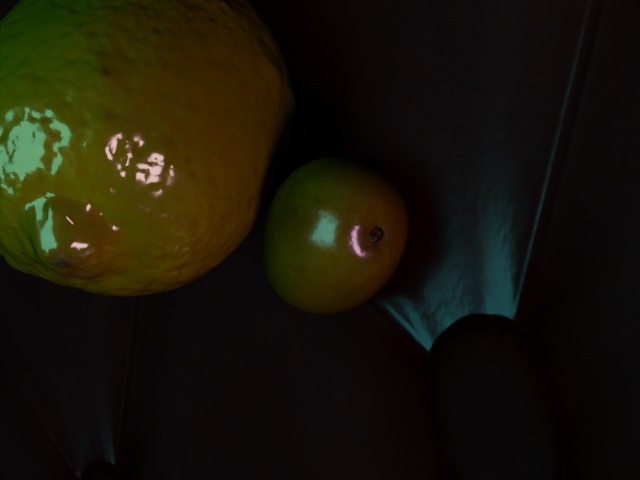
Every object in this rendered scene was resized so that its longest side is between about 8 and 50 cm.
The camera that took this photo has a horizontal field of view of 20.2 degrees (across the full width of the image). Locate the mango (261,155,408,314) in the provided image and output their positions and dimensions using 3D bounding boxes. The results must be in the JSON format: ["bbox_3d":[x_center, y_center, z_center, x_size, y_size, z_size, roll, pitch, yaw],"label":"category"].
[{"bbox_3d":[0.000,0.000,1.228,0.184,0.085,0.102,155,107,-66],"label":"mango"}]

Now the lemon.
[{"bbox_3d":[-0.135,-0.080,1.266,0.234,0.288,0.233,12,132,13],"label":"lemon"}]
